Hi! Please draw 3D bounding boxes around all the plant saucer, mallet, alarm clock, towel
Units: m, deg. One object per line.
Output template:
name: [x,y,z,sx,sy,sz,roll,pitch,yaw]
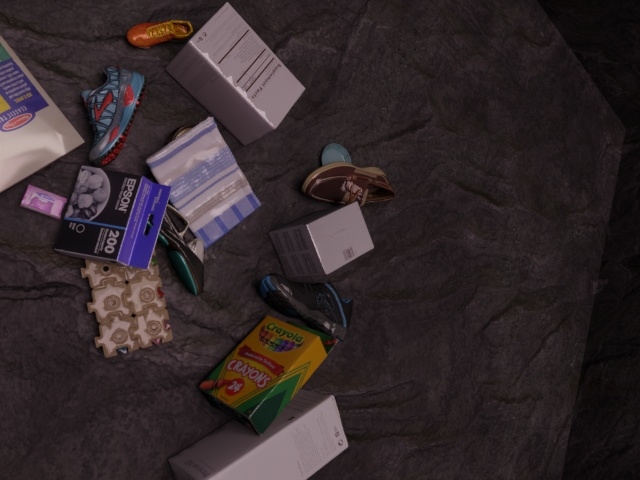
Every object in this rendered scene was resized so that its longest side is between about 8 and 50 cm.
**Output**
plant saucer: [0.047,-0.251,1.603,0.119,0.021,0.119,5,82,-36]
mallet: [-0.391,-0.083,1.255,0.062,0.039,0.189,-48,116,-27]
alarm clock: [-0.345,-0.221,1.283,0.192,0.064,0.129,-48,120,-24]
towel: [-0.289,-0.145,1.280,0.209,0.034,0.285,-40,122,-22]

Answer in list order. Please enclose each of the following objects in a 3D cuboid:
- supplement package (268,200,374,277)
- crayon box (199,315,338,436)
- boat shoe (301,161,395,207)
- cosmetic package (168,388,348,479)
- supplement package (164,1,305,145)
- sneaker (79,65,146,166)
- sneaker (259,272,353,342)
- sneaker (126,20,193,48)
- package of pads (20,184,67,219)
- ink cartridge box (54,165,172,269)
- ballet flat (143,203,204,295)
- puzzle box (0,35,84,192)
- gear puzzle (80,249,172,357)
supplement package: [0.000,0.000,1.423,0.194,0.203,0.149,-26,100,-35]
crayon box: [-0.128,0.316,1.286,0.318,0.202,0.081,-45,130,-33]
boat shoe: [0.100,-0.158,1.546,0.342,0.123,0.123,-4,47,-42]
cosmetic package: [-0.149,0.529,1.241,0.385,0.217,0.156,-21,97,-38]
supplement package: [-0.224,-0.431,1.330,0.293,0.177,0.175,44,61,-24]
sneaker: [-0.507,-0.294,1.171,0.125,0.104,0.262,20,65,-19]
sneaker: [-0.036,0.166,1.432,0.341,0.125,0.139,39,65,-37]
sneaker: [-0.412,-0.538,1.276,0.175,0.067,0.064,-29,103,-33]
package of pads: [-0.607,-0.083,1.095,0.083,0.032,0.050,24,69,-32]
ink cartridge box: [-0.463,-0.053,1.119,0.208,0.045,0.206,10,75,4]
ballet flat: [-0.345,0.003,1.222,0.096,0.095,0.280,-41,115,-27]
puzzle box: [-0.737,-0.205,1.004,0.409,0.052,0.272,-44,109,-32]
gear puzzle: [-0.467,0.093,1.174,0.175,0.044,0.339,-11,88,-35]
